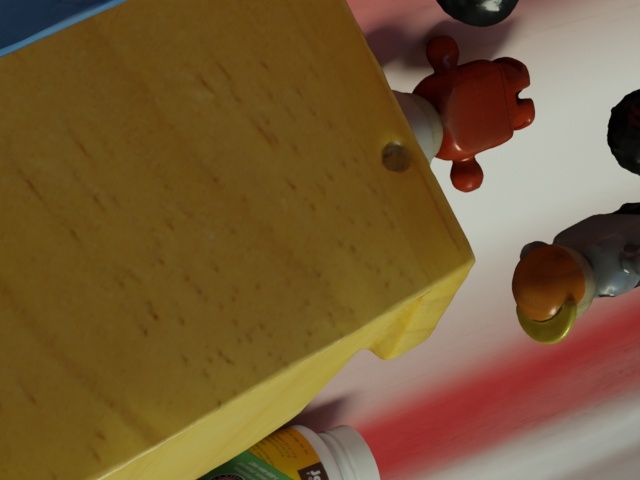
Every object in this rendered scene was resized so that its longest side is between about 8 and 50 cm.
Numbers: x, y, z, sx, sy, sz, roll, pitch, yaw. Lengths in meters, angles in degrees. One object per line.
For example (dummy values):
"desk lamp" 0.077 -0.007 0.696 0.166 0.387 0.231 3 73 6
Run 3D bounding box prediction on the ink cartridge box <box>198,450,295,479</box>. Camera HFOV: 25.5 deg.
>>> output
"ink cartridge box" -0.172 0.247 1.065 0.278 0.117 0.201 -15 -165 -26

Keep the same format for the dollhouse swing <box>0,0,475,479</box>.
"dollhouse swing" -0.158 0.027 0.720 0.347 0.315 0.305 -29 -176 -21

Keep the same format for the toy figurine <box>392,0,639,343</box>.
"toy figurine" 0.139 -0.073 0.824 0.148 0.209 0.213 -23 155 -40

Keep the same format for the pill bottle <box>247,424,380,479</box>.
"pill bottle" -0.056 0.244 1.307 0.215 0.117 0.117 -18 152 -25

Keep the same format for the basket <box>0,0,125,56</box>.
"basket" -0.207 -0.064 0.388 0.289 0.201 0.255 -27 163 18

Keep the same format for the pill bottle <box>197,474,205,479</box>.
"pill bottle" -0.139 0.134 1.025 0.194 0.108 0.108 -14 150 -30
